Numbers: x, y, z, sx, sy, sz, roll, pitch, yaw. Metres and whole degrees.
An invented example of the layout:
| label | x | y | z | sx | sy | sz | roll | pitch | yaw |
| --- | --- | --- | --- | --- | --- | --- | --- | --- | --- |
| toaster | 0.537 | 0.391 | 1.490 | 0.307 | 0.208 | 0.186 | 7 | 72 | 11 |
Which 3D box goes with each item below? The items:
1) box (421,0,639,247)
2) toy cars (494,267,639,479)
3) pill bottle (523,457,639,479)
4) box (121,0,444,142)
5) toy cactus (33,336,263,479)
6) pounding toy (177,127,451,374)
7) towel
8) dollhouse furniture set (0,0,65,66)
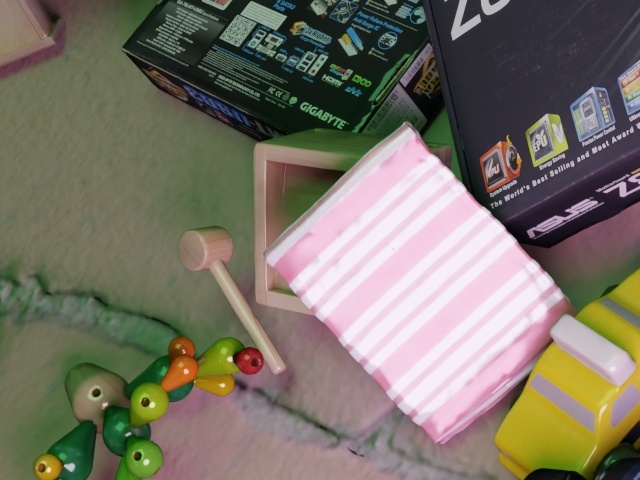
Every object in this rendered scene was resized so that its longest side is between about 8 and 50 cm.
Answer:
| label | x | y | z | sx | sy | sz | roll | pitch | yaw |
| --- | --- | --- | --- | --- | --- | --- | --- | --- | --- |
| box | 0.240 | -0.213 | 1.283 | 0.395 | 0.097 | 0.318 | -29 | 62 | 42 |
| toy cars | 0.288 | 0.062 | 1.216 | 0.393 | 0.087 | 0.176 | -16 | 53 | 21 |
| pill bottle | 0.230 | 0.199 | 1.133 | 0.219 | 0.123 | 0.123 | 4 | 62 | 33 |
| box | 0.017 | -0.215 | 1.579 | 0.295 | 0.073 | 0.293 | 28 | 75 | 41 |
| toy cactus | -0.148 | 0.143 | 1.431 | 0.219 | 0.112 | 0.180 | -49 | 29 | -4 |
| pounding toy | -0.005 | 0.008 | 1.419 | 0.206 | 0.094 | 0.181 | 10 | 107 | 35 |
| towel | 0.073 | 0.032 | 1.310 | 0.144 | 0.197 | 0.029 | -42 | 6 | 7 |
| dollhouse furniture set | -0.321 | -0.297 | 1.825 | 0.212 | 0.161 | 0.242 | -19 | 29 | 19 |
